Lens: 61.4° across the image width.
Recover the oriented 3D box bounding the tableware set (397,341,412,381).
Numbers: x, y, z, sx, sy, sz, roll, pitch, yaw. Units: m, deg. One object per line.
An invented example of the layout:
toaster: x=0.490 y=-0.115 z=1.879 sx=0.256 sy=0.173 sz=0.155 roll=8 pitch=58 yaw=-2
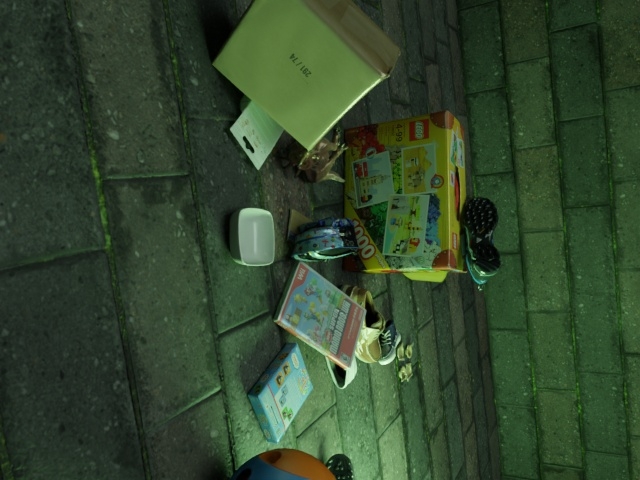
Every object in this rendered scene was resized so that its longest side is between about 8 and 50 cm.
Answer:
tableware set: x=0.349 y=0.498 z=2.206 sx=0.141 sy=0.020 sz=0.168 roll=2 pitch=86 yaw=-60

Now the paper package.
paper package: x=-0.036 y=-0.431 z=1.271 sx=0.325 sy=0.309 sz=0.168 roll=41 pitch=44 yaw=-12

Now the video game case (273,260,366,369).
video game case: x=0.007 y=0.215 z=1.547 sx=0.285 sy=0.025 sz=0.204 roll=38 pitch=51 yaw=-25

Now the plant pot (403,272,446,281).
plant pot: x=0.443 y=0.064 z=2.251 sx=0.187 sy=0.213 sz=0.212 roll=64 pitch=35 yaw=-53

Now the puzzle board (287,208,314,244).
puzzle board: x=-0.058 y=-0.028 z=1.576 sx=0.128 sy=0.011 sz=0.096 roll=30 pitch=63 yaw=-54

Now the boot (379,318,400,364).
boot: x=0.244 y=0.374 z=2.006 sx=0.086 sy=0.069 sz=0.190 roll=67 pitch=27 yaw=-18

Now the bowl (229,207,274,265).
bowl: x=-0.175 y=-0.008 z=1.330 sx=0.142 sy=0.053 sz=0.141 roll=3 pitch=85 yaw=-60

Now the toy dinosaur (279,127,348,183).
toy dinosaur: x=-0.020 y=-0.231 z=1.567 sx=0.295 sy=0.127 sz=0.200 roll=64 pitch=43 yaw=-54

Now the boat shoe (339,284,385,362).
boat shoe: x=0.152 y=0.287 z=1.794 sx=0.123 sy=0.117 sz=0.324 roll=-59 pitch=136 yaw=-44

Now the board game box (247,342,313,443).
board game box: x=-0.100 y=0.399 z=1.427 sx=0.211 sy=0.039 sz=0.160 roll=-47 pitch=126 yaw=-51

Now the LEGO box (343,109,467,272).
LEGO box: x=0.282 y=-0.139 z=1.815 sx=0.193 sy=0.373 sz=0.499 roll=14 pitch=74 yaw=-58

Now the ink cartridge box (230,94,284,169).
ink cartridge box: x=-0.169 y=-0.294 z=1.399 sx=0.179 sy=0.045 sz=0.145 roll=-62 pitch=138 yaw=-28

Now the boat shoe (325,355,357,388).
boat shoe: x=0.056 y=0.335 z=1.647 sx=0.084 sy=0.095 sz=0.257 roll=-49 pitch=127 yaw=-56

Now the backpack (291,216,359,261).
backpack: x=0.000 y=0.000 z=1.521 sx=0.173 sy=0.158 sz=0.116 roll=-4 pitch=83 yaw=-48

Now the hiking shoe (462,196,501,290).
hiking shoe: x=0.506 y=-0.001 z=1.742 sx=0.132 sy=0.113 sz=0.303 roll=95 pitch=4 yaw=-58

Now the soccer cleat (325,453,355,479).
soccer cleat: x=0.060 y=0.795 z=1.616 sx=0.116 sy=0.109 sz=0.317 roll=23 pitch=63 yaw=-79

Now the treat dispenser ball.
treat dispenser ball: x=-0.084 y=0.611 z=1.184 sx=0.288 sy=0.289 sz=0.287 roll=11 pitch=77 yaw=-59
